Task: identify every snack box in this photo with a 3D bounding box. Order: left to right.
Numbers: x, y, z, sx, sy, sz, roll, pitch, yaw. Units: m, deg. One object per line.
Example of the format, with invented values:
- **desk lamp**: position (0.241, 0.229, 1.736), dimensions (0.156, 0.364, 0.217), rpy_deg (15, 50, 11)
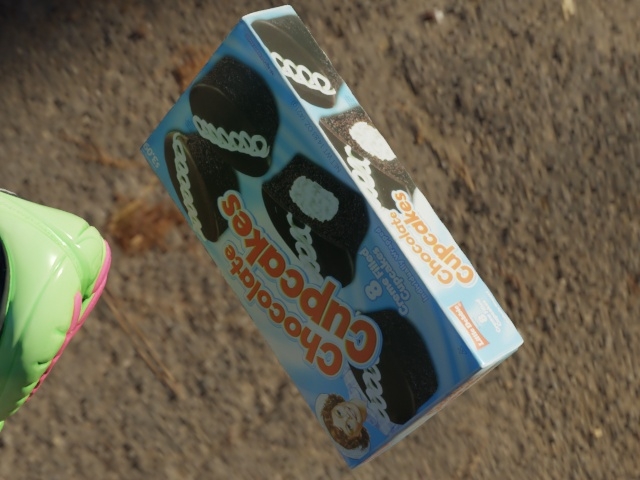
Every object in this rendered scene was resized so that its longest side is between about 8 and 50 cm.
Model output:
- **snack box**: position (0.000, 0.000, 1.291), dimensions (0.060, 0.187, 0.322), rpy_deg (-24, 75, -43)

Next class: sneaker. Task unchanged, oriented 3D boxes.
- **sneaker**: position (-0.347, 0.103, 1.360), dimensions (0.202, 0.483, 0.185), rpy_deg (37, 35, -6)
